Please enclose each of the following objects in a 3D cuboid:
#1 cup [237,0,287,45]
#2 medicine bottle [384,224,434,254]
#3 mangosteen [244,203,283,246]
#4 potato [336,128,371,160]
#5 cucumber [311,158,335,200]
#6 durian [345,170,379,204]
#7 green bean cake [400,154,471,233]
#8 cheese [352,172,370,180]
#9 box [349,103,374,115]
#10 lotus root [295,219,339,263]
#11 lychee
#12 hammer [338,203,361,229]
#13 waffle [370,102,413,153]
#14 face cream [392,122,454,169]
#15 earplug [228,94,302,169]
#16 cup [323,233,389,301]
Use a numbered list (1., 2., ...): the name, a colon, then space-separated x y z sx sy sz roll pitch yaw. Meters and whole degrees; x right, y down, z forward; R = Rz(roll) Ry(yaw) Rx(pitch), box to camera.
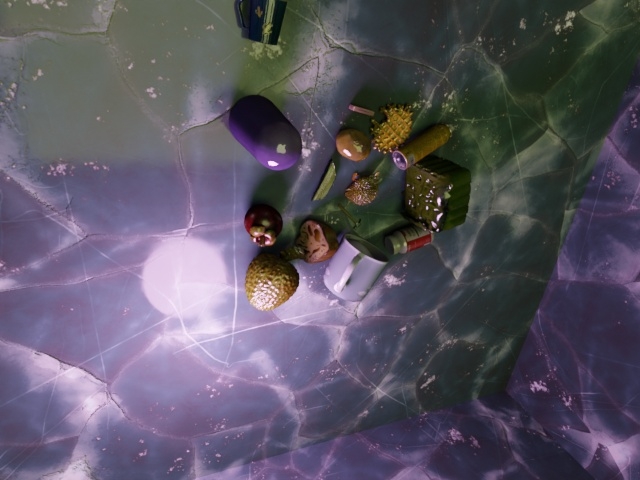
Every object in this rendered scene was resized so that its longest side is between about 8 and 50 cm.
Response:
1. cup: -0.219 -0.813 1.582 0.176 0.131 0.155 13 117 1
2. medicine bottle: 0.480 -0.009 2.337 0.250 0.131 0.131 -18 123 -16
3. mangosteen: -0.254 -0.063 1.919 0.199 0.200 0.200 -11 121 -20
4. potato: 0.154 -0.432 1.956 0.175 0.137 0.137 12 111 -27
5. cucumber: 0.026 -0.279 2.027 0.070 0.046 0.220 17 109 -34
6. durian: 0.227 -0.248 2.092 0.146 0.102 0.208 29 111 -29
7. green bean cake: 0.555 -0.235 2.139 0.218 0.335 0.319 -20 121 -26
8. cheese: 0.204 -0.308 2.113 0.111 0.017 0.047 1 113 -26
9. box: 0.185 -0.585 1.934 0.115 0.048 0.025 8 117 -28
10. lotus root: -0.001 0.000 2.115 0.188 0.199 0.180 -27 169 35
11. lychee: -0.221 0.176 2.025 0.269 0.270 0.320 4 96 -27
12. hammer: 0.148 -0.127 2.184 0.062 0.017 0.182 -44 125 2
13. waffle: 0.339 -0.527 2.040 0.228 0.051 0.232 -17 123 -20
14. face cream: 0.513 -0.473 2.100 0.348 0.105 0.105 -34 126 -17
15. earplug: -0.199 -0.391 1.607 0.215 0.456 0.215 -10 121 -17
16. cup: 0.154 0.158 2.149 0.259 0.356 0.275 31 108 9
